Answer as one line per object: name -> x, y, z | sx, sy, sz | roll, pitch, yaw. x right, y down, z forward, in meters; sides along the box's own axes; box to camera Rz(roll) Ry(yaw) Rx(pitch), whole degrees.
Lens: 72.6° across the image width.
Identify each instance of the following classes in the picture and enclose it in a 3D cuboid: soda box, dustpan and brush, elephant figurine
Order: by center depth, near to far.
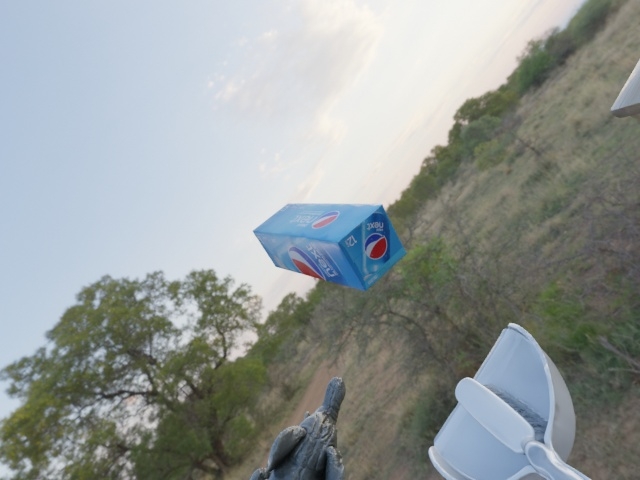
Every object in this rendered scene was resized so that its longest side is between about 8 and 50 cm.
dustpan and brush -> 0.152, 0.147, 0.325 | 0.147, 0.060, 0.211 | -58, 18, 0
soda box -> 0.000, 0.000, 0.535 | 0.071, 0.067, 0.210 | -40, 23, -23
elephant figurine -> -0.028, 0.377, 0.749 | 0.186, 0.170, 0.239 | 34, 103, 57

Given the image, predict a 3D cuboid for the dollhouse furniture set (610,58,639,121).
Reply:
dollhouse furniture set -> 0.477, -0.141, 0.295 | 0.362, 0.257, 0.394 | -62, 3, 5
